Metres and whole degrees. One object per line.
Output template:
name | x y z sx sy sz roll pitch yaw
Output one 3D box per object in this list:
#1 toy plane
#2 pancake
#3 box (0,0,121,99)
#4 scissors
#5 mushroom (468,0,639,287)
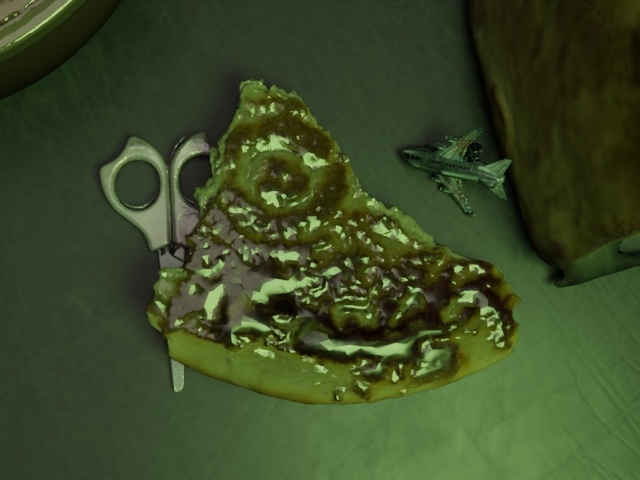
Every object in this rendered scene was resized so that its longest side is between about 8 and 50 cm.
toy plane | 0.100 -0.055 0.837 0.083 0.078 0.031 20 42 22
pancake | 0.000 0.000 0.822 0.266 0.057 0.244 -10 82 -13
box | -0.256 -0.227 0.724 0.301 0.216 0.301 0 88 -8
scissors | -0.108 0.016 0.828 0.100 0.015 0.189 -3 89 -5
mushroom | 0.232 -0.198 0.746 0.224 0.313 0.397 -14 83 -10
